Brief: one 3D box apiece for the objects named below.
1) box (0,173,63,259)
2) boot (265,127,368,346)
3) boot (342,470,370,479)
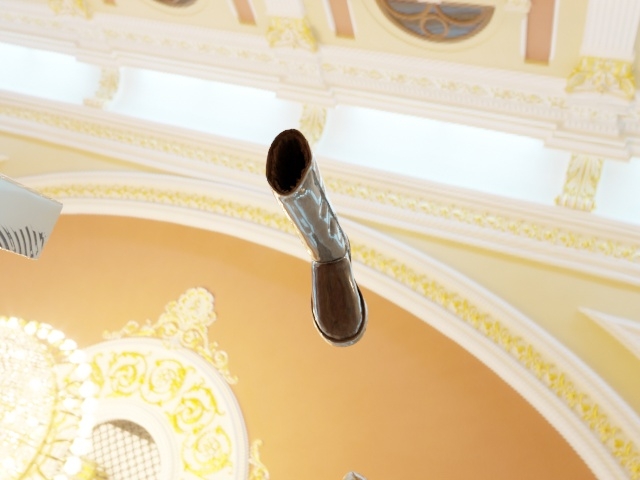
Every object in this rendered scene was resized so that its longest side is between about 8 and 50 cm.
[{"bbox_3d":[-0.477,-0.064,0.878,0.113,0.275,0.094,20,-97,26],"label":"box"},{"bbox_3d":[-0.002,0.001,0.791,0.076,0.209,0.190,-14,-125,1],"label":"boot"},{"bbox_3d":[0.037,0.320,0.485,0.203,0.095,0.262,-37,-80,-8],"label":"boot"}]
